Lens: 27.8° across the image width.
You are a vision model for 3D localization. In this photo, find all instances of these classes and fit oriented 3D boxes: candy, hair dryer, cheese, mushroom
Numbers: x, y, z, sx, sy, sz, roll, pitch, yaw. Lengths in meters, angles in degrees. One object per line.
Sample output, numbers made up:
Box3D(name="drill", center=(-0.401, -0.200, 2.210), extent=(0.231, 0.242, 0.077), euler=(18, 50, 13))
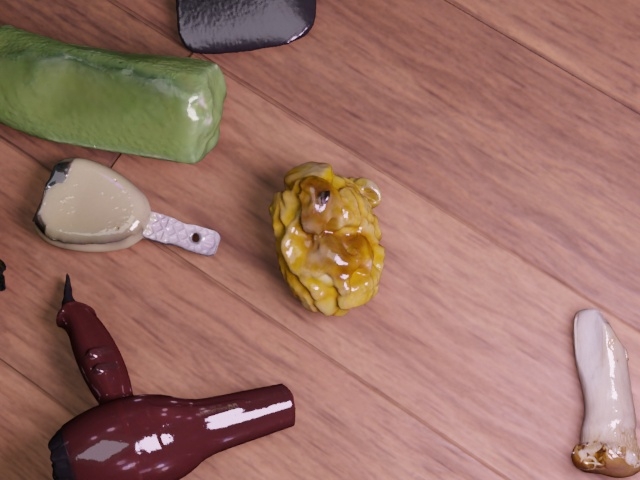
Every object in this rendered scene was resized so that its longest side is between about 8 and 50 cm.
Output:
Box3D(name="candy", center=(-0.297, -0.198, 1.748), extent=(0.344, 0.132, 0.142), euler=(13, 122, 12))
Box3D(name="hair dryer", center=(-0.232, 0.161, 1.673), extent=(0.313, 0.123, 0.340), euler=(-17, 55, -20))
Box3D(name="cheese", center=(-0.256, -0.027, 1.737), extent=(0.252, 0.054, 0.127), euler=(17, 80, 10))
Box3D(name="mushroom", center=(0.350, 0.191, 1.608), extent=(0.084, 0.071, 0.209), euler=(-13, 72, 34))

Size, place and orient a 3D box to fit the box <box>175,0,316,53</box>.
Box3D(name="box", center=(-0.101, -0.363, 1.795), extent=(0.201, 0.042, 0.212), euler=(-3, 79, 6))

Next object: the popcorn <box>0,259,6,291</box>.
Box3D(name="popcorn", center=(-0.539, 0.023, 1.663), extent=(0.215, 0.252, 0.286), euler=(-14, 80, 17))

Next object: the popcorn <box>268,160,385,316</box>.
Box3D(name="popcorn", center=(0.006, -0.007, 1.660), extent=(0.140, 0.163, 0.194), euler=(-13, 109, 23))
